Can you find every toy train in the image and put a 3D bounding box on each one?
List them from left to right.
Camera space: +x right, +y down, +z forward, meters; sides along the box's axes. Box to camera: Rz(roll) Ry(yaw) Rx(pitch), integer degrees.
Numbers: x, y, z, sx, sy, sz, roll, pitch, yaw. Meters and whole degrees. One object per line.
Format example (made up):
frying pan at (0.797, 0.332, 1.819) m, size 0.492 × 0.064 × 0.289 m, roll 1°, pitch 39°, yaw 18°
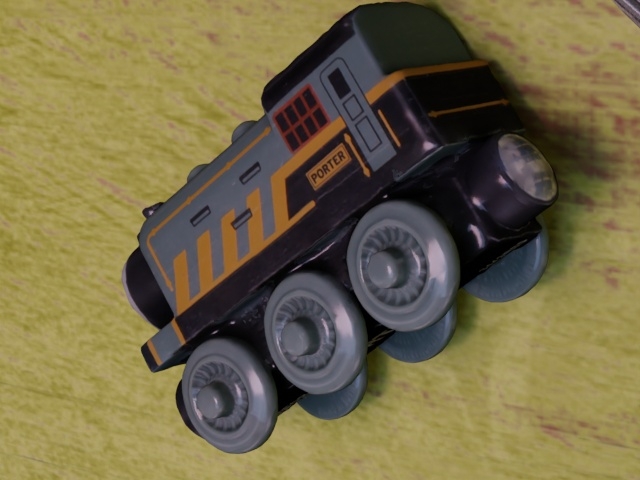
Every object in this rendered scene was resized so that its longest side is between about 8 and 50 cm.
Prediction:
toy train at (0.000, 0.000, 1.003) m, size 0.334 × 0.142 × 0.190 m, roll -39°, pitch 73°, yaw 39°

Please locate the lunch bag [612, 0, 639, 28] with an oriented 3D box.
lunch bag at (0.254, -0.155, 0.661) m, size 0.256 × 0.305 × 0.212 m, roll 28°, pitch 121°, yaw 20°
